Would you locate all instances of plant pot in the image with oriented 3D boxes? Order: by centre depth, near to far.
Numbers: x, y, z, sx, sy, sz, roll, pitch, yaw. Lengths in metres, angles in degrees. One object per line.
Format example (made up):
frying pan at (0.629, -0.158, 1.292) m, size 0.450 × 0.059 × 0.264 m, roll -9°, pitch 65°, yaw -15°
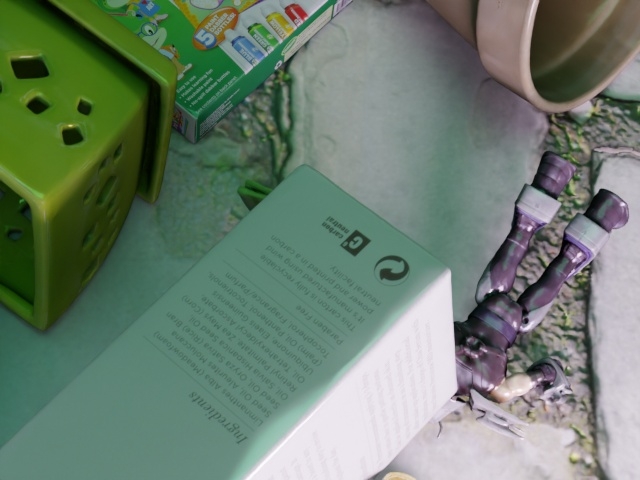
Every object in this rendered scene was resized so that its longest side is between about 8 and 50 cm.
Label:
plant pot at (-0.259, -0.097, 1.236) m, size 0.228 × 0.227 × 0.207 m, roll 36°, pitch 59°, yaw 11°
plant pot at (0.191, -0.329, 1.374) m, size 0.280 × 0.323 × 0.323 m, roll 33°, pitch 64°, yaw 27°

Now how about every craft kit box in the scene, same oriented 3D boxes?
craft kit box at (-0.134, -0.260, 1.418) m, size 0.247 × 0.061 × 0.250 m, roll 38°, pitch 66°, yaw 14°

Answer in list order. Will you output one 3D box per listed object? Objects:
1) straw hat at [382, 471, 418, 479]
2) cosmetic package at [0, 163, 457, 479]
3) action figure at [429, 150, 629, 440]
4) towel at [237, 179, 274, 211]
straw hat at (0.072, 0.273, 1.177) m, size 0.061 × 0.144 × 0.144 m, roll -33°, pitch 66°, yaw 24°
cosmetic package at (-0.098, 0.183, 1.080) m, size 0.161 × 0.230 × 0.453 m, roll 37°, pitch 70°, yaw 24°
action figure at (0.172, 0.063, 1.275) m, size 0.185 × 0.099 × 0.285 m, roll 36°, pitch 80°, yaw 4°
towel at (0.000, 0.000, 1.236) m, size 0.113 × 0.152 × 0.023 m, roll 16°, pitch 66°, yaw 29°
